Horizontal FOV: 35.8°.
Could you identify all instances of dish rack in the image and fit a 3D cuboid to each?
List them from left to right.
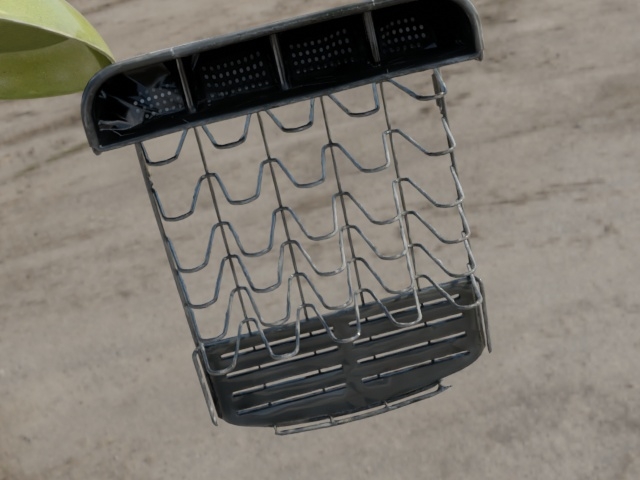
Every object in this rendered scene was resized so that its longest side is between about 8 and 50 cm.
[{"bbox_3d":[0.000,0.000,0.576,0.208,0.271,0.074,-14,25,-2],"label":"dish rack"}]

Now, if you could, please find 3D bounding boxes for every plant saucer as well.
[{"bbox_3d":[-0.242,-0.124,0.589,0.241,0.037,0.241,1,-3,0],"label":"plant saucer"}]
